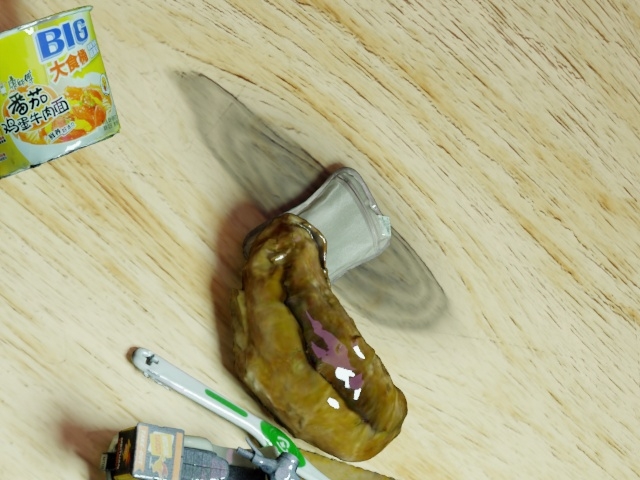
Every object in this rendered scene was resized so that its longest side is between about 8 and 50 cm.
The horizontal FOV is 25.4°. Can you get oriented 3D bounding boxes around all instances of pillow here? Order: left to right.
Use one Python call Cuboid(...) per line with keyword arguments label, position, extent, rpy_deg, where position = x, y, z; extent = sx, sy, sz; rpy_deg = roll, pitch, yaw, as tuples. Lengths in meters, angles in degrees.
Cuboid(label="pillow", position=(0.000, 0.000, 1.877), extent=(0.233, 0.038, 0.130), rpy_deg=(-37, 102, -35))

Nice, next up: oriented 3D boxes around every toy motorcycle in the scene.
Cuboid(label="toy motorcycle", position=(-0.124, 0.269, 1.632), extent=(0.263, 0.157, 0.090), rpy_deg=(15, 69, -30))

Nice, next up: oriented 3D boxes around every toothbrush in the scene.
Cuboid(label="toothbrush", position=(-0.061, 0.250, 1.751), extent=(0.418, 0.040, 0.042), rpy_deg=(33, 34, -16))

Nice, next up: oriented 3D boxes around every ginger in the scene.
Cuboid(label="ginger", position=(-0.016, 0.131, 1.744), extent=(0.172, 0.165, 0.321), rpy_deg=(-26, 93, -32))

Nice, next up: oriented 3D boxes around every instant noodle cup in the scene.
Cuboid(label="instant noodle cup", position=(-0.323, -0.165, 1.612), extent=(0.205, 0.205, 0.153), rpy_deg=(-30, 103, -38))

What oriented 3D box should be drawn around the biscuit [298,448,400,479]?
Cuboid(label="biscuit", position=(0.019, 0.391, 1.784), extent=(0.237, 0.013, 0.232), rpy_deg=(22, 63, -27))
